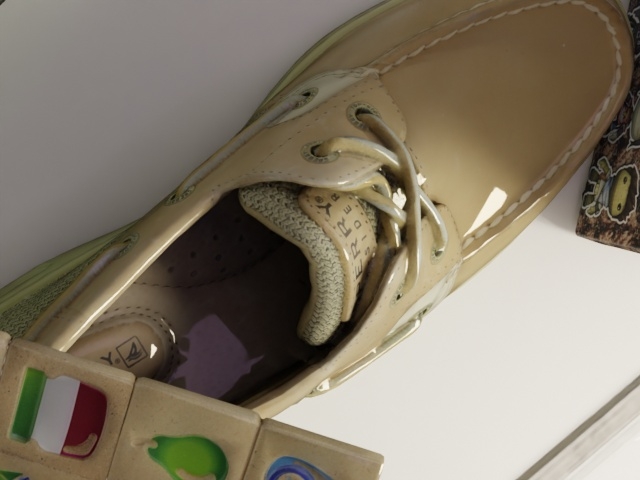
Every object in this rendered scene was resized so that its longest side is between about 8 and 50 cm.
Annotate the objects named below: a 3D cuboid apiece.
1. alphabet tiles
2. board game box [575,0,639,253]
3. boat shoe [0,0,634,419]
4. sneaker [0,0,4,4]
[{"bbox_3d":[-0.107,0.133,0.633,0.198,0.009,0.237,18,119,-2],"label":"alphabet tiles"},{"bbox_3d":[0.264,-0.031,0.660,0.232,0.291,0.141,12,93,-19],"label":"board game box"},{"bbox_3d":[0.000,0.000,0.678,0.302,0.098,0.109,-33,105,-12],"label":"boat shoe"},{"bbox_3d":[-0.209,-0.081,0.546,0.185,0.202,0.483,44,82,-17],"label":"sneaker"}]
